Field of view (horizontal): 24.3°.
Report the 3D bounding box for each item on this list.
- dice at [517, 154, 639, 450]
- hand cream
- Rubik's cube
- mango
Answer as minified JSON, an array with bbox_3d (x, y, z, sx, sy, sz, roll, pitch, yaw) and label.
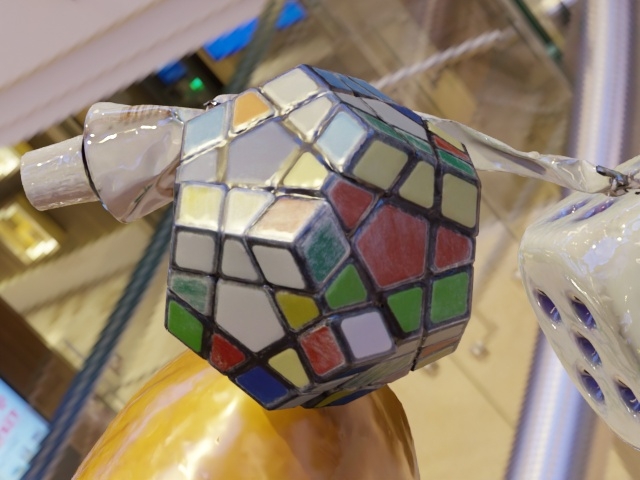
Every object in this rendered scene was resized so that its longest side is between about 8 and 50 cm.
[{"bbox_3d":[0.271,0.035,1.084,0.193,0.192,0.194,-29,5,-8],"label":"dice"},{"bbox_3d":[0.001,-0.031,0.586,0.257,0.084,0.050,0,87,18],"label":"hand cream"},{"bbox_3d":[0.000,0.000,0.465,0.111,0.111,0.093,-19,20,38],"label":"Rubik's cube"},{"bbox_3d":[-0.048,0.180,0.598,0.199,0.201,0.350,-108,30,-46],"label":"mango"}]
